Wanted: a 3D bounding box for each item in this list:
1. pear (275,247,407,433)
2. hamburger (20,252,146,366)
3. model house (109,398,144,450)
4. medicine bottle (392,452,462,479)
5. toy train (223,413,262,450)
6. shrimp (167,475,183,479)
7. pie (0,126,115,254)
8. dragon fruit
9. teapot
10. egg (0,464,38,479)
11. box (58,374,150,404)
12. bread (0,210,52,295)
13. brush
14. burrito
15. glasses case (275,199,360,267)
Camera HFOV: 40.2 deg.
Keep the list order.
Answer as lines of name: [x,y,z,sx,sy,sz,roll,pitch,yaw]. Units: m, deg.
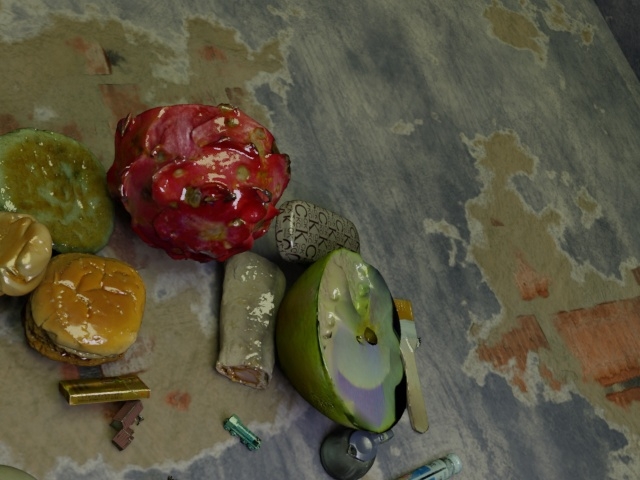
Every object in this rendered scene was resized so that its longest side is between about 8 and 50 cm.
pear: [0.027,0.223,1.876,0.399,0.165,0.399,37,45,-48]
hamburger: [-0.453,0.129,1.691,0.244,0.163,0.244,14,54,-19]
model house: [-0.370,0.350,1.670,0.057,0.058,0.083,42,49,-2]
medicine bottle: [0.230,0.523,1.925,0.191,0.051,0.051,-13,69,-36]
toy train: [-0.156,0.391,1.781,0.092,0.045,0.029,40,51,0]
shrimp: [-0.173,0.623,1.556,0.445,0.085,0.272,59,28,7]
pie: [-0.546,-0.097,1.786,0.323,0.070,0.323,35,37,-32]
dragon fruit: [-0.259,-0.095,1.811,0.386,0.371,0.249,26,46,-30]
teapot: [0.086,0.448,1.847,0.149,0.108,0.111,13,57,-23]
egg: [-0.561,0.454,1.407,0.253,0.188,0.188,-12,68,-42]
box: [-0.413,0.285,1.673,0.156,0.089,0.022,0,103,-29]
bread: [-0.641,0.027,1.609,0.311,0.121,0.173,7,51,12]
brush: [0.209,0.294,2.076,0.085,0.020,0.336,9,58,-27]
burrito: [-0.148,0.162,1.893,0.143,0.105,0.299,14,57,-18]
glasses case: [0.000,0.000,1.993,0.354,0.085,0.137,18,69,-61]
